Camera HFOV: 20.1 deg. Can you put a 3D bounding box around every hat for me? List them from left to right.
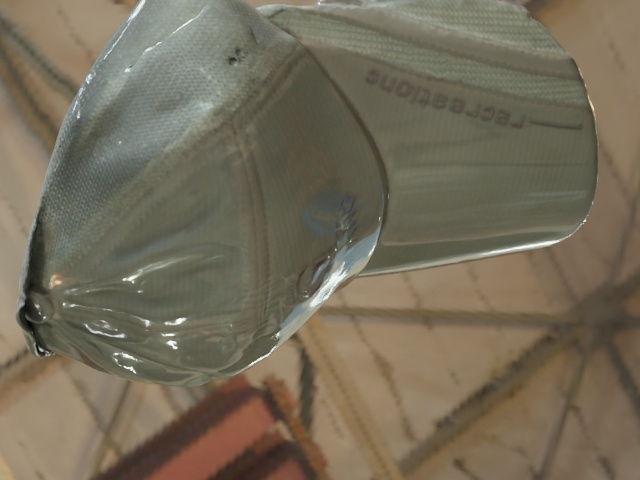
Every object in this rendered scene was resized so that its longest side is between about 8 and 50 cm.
[{"bbox_3d":[0.000,0.000,0.779,0.226,0.219,0.164,12,-130,4],"label":"hat"}]
